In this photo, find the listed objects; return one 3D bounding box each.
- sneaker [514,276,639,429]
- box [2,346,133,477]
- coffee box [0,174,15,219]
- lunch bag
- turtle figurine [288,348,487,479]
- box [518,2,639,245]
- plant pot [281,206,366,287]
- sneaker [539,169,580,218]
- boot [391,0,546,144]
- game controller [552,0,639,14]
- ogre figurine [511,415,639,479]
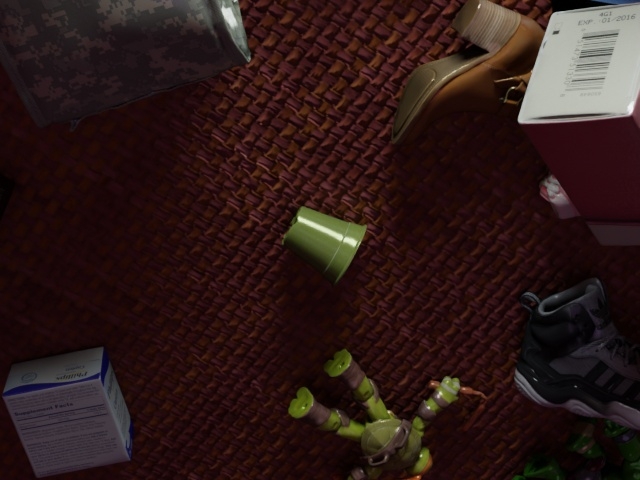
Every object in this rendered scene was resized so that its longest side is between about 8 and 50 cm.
[{"bbox_3d":[0.354,0.132,1.487,0.268,0.101,0.153,7,117,32],"label":"sneaker"},{"bbox_3d":[-0.312,0.214,1.556,0.126,0.072,0.137,-11,121,3],"label":"box"},{"bbox_3d":[-0.457,0.030,1.403,0.098,0.141,0.246,32,112,-19],"label":"coffee box"},{"bbox_3d":[-0.220,-0.268,1.229,0.235,0.169,0.287,-17,115,6],"label":"lunch bag"},{"bbox_3d":[0.066,0.252,1.591,0.217,0.087,0.269,39,111,-22],"label":"turtle figurine"},{"bbox_3d":[0.323,-0.116,1.303,0.126,0.149,0.232,0,148,38],"label":"box"},{"bbox_3d":[0.000,0.000,1.454,0.079,0.083,0.083,28,115,-4],"label":"plant pot"},{"bbox_3d":[0.284,-0.081,1.432,0.070,0.051,0.134,-18,124,1],"label":"sneaker"},{"bbox_3d":[0.182,-0.156,1.374,0.152,0.073,0.197,26,118,-22],"label":"boot"},{"bbox_3d":[0.316,-0.315,1.240,0.166,0.067,0.319,21,139,28],"label":"game controller"},{"bbox_3d":[0.352,0.307,1.637,0.118,0.097,0.197,42,99,-11],"label":"ogre figurine"}]
